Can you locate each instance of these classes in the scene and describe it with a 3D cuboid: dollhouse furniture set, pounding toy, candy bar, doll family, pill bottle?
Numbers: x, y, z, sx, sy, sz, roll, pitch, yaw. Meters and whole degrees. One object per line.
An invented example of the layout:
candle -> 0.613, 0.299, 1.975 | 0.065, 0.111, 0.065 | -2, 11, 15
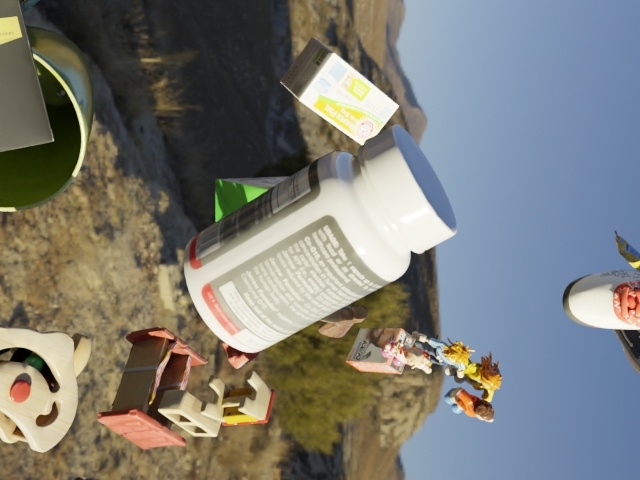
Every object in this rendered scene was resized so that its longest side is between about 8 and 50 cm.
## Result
dollhouse furniture set -> -0.233, 0.281, 1.399 | 0.152, 0.374, 0.201 | 50, 40, -41
pounding toy -> -0.422, 0.184, 0.932 | 0.269, 0.155, 0.154 | 24, 72, -58
candy bar -> 0.520, 0.033, 1.169 | 0.018, 0.161, 0.040 | -31, -136, 35
doll family -> 0.246, 0.231, 1.339 | 0.118, 0.263, 0.163 | -55, -170, -13
pill bottle -> 0.000, 0.000, 0.814 | 0.161, 0.283, 0.161 | 49, 23, -29

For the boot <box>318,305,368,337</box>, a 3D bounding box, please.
boot -> 0.013, 0.136, 1.204 | 0.114, 0.106, 0.037 | 136, -40, -60

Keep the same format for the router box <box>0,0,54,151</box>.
router box -> -0.463, -0.194, 0.735 | 0.081, 0.309, 0.242 | 29, -51, 59

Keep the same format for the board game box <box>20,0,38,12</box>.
board game box -> -0.607, -0.444, 1.141 | 0.336, 0.254, 0.079 | -45, -172, -15

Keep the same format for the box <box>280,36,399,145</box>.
box -> 0.040, -0.293, 1.432 | 0.114, 0.203, 0.103 | -52, -140, 12

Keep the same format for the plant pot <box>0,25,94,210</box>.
plant pot -> -0.484, -0.235, 1.164 | 0.293, 0.275, 0.274 | -92, -178, -61

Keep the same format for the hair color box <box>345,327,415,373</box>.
hair color box -> 0.138, 0.255, 1.663 | 0.167, 0.053, 0.093 | -12, -134, 58

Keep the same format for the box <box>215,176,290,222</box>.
box -> -0.073, -0.067, 1.579 | 0.262, 0.231, 0.126 | 16, -72, 55

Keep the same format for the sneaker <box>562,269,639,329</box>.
sneaker -> 0.499, 0.085, 1.018 | 0.145, 0.270, 0.090 | 103, -8, -82

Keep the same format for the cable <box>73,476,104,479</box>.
cable -> -0.476, 0.570, 1.424 | 0.150, 0.047, 0.184 | 59, 33, -61

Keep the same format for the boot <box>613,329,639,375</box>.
boot -> 0.561, 0.170, 1.237 | 0.190, 0.069, 0.086 | 56, -6, 16
